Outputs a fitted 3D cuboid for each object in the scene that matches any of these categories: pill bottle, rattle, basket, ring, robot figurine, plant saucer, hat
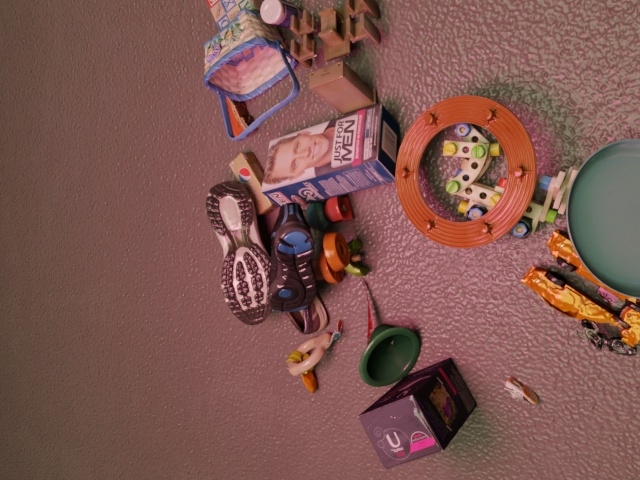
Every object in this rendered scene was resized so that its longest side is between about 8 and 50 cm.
[{"bbox_3d":[-0.098,-0.594,1.556,0.067,0.120,0.066,6,101,30],"label":"pill bottle"},{"bbox_3d":[0.015,0.334,1.678,0.200,0.130,0.142,-35,90,4],"label":"rattle"},{"bbox_3d":[-0.190,-0.442,1.588,0.255,0.201,0.288,-31,72,30],"label":"basket"},{"bbox_3d":[0.302,-0.148,1.299,0.337,0.032,0.336,5,97,41],"label":"ring"},{"bbox_3d":[0.602,0.109,1.279,0.291,0.085,0.211,36,115,22],"label":"robot figurine"},{"bbox_3d":[0.625,-0.042,1.173,0.318,0.044,0.317,1,84,-8],"label":"plant saucer"},{"bbox_3d":[0.151,0.256,1.592,0.208,0.173,0.183,-58,34,9],"label":"hat"}]

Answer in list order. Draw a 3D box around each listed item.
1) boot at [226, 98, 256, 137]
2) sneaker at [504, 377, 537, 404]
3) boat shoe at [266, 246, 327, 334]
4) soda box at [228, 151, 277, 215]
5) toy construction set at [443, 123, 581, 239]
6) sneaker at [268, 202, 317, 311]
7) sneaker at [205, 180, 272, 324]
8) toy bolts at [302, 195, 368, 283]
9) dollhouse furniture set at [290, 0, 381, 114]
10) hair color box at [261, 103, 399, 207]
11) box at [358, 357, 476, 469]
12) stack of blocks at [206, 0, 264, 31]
[{"bbox_3d":[-0.255,-0.368,1.727,0.085,0.059,0.157,-28,84,36],"label":"boot"},{"bbox_3d":[0.482,0.368,1.429,0.083,0.032,0.036,39,129,25],"label":"sneaker"},{"bbox_3d":[-0.084,0.138,1.686,0.103,0.092,0.285,-36,78,33],"label":"boat shoe"},{"bbox_3d":[-0.188,-0.165,1.719,0.061,0.058,0.181,-35,79,30],"label":"soda box"},{"bbox_3d":[0.418,-0.126,1.323,0.328,0.151,0.214,28,111,36],"label":"toy construction set"},{"bbox_3d":[-0.070,0.054,1.531,0.340,0.125,0.139,101,165,-44],"label":"sneaker"},{"bbox_3d":[-0.211,0.037,1.711,0.158,0.182,0.409,-11,86,2],"label":"sneaker"},{"bbox_3d":[0.000,0.000,1.554,0.159,0.218,0.228,-16,80,23],"label":"toy bolts"},{"bbox_3d":[0.055,-0.471,1.504,0.212,0.161,0.241,-10,71,31],"label":"dollhouse furniture set"},{"bbox_3d":[0.022,-0.207,1.518,0.348,0.105,0.173,-13,57,32],"label":"hair color box"},{"bbox_3d":[0.242,0.413,1.435,0.165,0.270,0.143,-33,81,31],"label":"box"},{"bbox_3d":[-0.247,-0.736,1.640,0.171,0.087,0.297,-28,84,31],"label":"stack of blocks"}]
